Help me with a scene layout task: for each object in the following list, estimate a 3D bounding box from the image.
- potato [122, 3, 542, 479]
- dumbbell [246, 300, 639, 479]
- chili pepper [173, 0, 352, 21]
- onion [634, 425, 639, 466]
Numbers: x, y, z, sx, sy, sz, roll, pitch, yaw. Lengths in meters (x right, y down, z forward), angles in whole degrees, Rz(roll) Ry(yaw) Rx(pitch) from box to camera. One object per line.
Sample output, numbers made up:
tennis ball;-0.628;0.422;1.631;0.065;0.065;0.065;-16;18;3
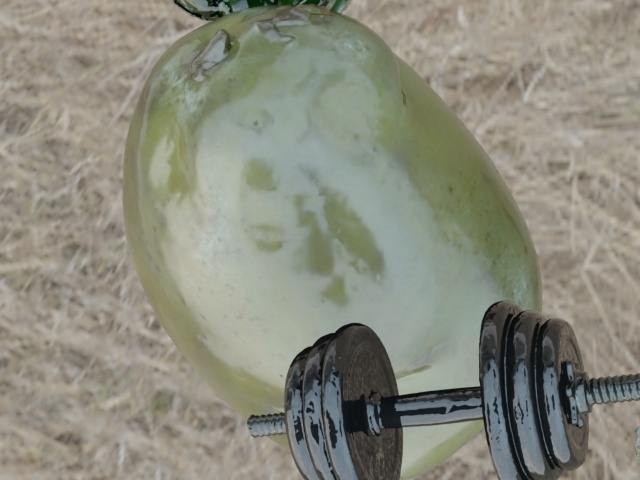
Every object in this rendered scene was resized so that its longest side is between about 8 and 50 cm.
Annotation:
potato;0.000;0.000;1.050;0.243;0.221;0.326;-18;118;45
dumbbell;0.060;0.084;0.802;0.208;0.099;0.099;-8;114;20
chili pepper;-0.043;-0.233;1.162;0.165;0.261;0.174;29;118;9
onion;0.155;0.078;0.448;0.140;0.150;0.150;30;119;21
